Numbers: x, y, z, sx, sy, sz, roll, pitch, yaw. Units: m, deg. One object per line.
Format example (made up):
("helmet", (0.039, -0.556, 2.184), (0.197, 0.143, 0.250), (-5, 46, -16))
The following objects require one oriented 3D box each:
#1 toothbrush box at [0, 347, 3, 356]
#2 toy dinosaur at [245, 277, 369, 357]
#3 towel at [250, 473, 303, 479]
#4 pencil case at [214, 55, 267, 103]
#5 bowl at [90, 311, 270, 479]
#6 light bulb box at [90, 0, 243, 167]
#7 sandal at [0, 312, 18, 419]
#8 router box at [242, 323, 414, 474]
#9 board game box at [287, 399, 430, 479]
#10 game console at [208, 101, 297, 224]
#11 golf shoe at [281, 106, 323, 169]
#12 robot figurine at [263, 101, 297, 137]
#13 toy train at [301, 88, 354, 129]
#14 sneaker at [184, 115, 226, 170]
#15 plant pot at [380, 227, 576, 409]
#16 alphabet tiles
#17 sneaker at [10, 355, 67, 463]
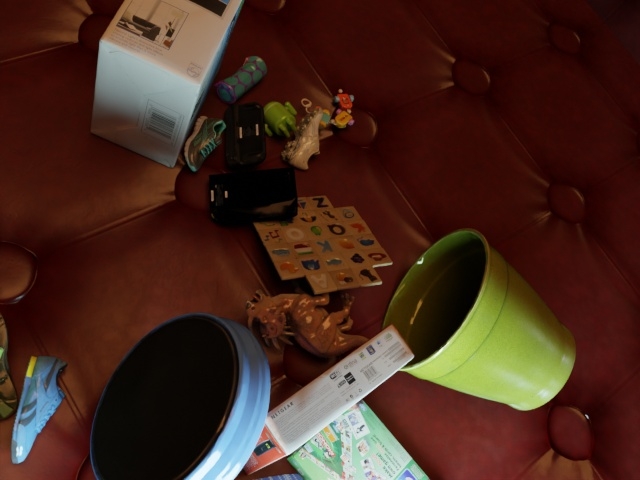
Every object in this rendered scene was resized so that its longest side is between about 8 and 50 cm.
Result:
("toothbrush box", (-0.732, 0.287, 1.192), (0.206, 0.122, 0.283), (21, 72, -10))
("toy dinosaur", (-0.028, 0.198, 1.535), (0.296, 0.127, 0.200), (36, 58, 0))
("towel", (-0.146, 0.556, 1.277), (0.336, 0.040, 0.243), (-1, 23, -27))
("pencil case", (-0.213, -0.435, 1.816), (0.070, 0.064, 0.151), (48, 57, -13))
("bowl", (-0.272, 0.310, 1.255), (0.077, 0.391, 0.391), (45, 48, -41))
("light bulb box", (-0.357, -0.435, 1.589), (0.225, 0.358, 0.361), (24, 60, -11))
("sandal", (-0.646, 0.241, 1.324), (0.090, 0.060, 0.219), (-18, 87, -20))
("router box", (-0.007, 0.330, 1.377), (0.335, 0.301, 0.082), (-30, 79, -31))
("board game box", (0.108, 0.528, 1.473), (0.213, 0.046, 0.317), (-36, 82, -30))
("game console", (-0.173, -0.206, 1.700), (0.213, 0.044, 0.361), (-5, 61, -2))
("golf shoe", (-0.031, -0.269, 1.796), (0.086, 0.069, 0.176), (34, 80, -24))
("robot figurine", (-0.111, -0.324, 1.788), (0.101, 0.067, 0.115), (-43, 60, -1))
("toy train", (0.027, -0.358, 1.885), (0.166, 0.046, 0.125), (-14, 64, -26))
("sneaker", (-0.285, -0.246, 1.680), (0.076, 0.065, 0.166), (0, 60, 22))
("plant pot", (0.390, 0.219, 1.587), (0.353, 0.366, 0.366), (33, 57, -17))
("alphabet tiles", (0.000, 0.000, 1.629), (0.285, 0.011, 0.342), (-7, 42, -24))
("sneaker", (-0.545, 0.327, 1.310), (0.082, 0.069, 0.209), (14, 61, -19))
